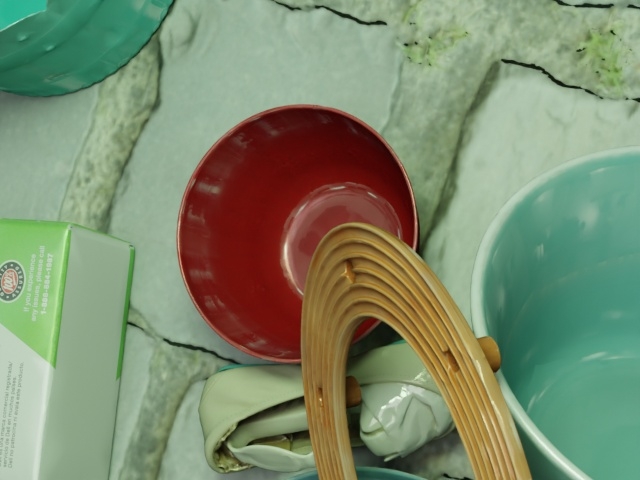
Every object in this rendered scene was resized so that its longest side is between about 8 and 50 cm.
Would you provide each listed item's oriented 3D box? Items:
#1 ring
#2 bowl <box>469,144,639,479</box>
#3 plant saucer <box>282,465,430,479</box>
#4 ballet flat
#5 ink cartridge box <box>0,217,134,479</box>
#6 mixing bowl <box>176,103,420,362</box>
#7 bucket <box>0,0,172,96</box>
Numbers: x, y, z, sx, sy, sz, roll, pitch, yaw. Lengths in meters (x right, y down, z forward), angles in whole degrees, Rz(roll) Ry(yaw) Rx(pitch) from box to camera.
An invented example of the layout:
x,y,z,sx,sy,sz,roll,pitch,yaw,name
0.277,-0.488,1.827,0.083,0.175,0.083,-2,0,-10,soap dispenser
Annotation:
x,y,z,sx,sy,sz,roll,pitch,yaw,name
0.066,0.150,1.203,0.032,0.336,0.336,-13,74,-19,ring
0.228,0.107,1.225,0.311,0.311,0.163,39,141,22,bowl
0.030,0.317,1.382,0.318,0.044,0.317,-3,81,21,plant saucer
0.023,0.123,1.387,0.248,0.086,0.086,-11,78,26,ballet flat
-0.295,0.083,1.508,0.273,0.115,0.198,4,83,22,ink cartridge box
0.000,0.000,1.409,0.181,0.098,0.181,-3,82,22,mixing bowl
-0.247,-0.244,1.499,0.281,0.183,0.281,-3,81,21,bucket
